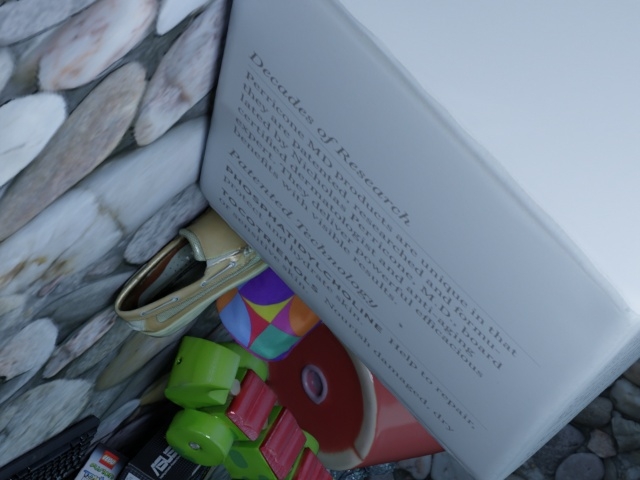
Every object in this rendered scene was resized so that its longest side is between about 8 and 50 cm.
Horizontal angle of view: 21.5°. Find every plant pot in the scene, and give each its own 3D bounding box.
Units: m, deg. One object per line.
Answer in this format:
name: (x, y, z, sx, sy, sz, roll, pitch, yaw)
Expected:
plant pot: (0.082, 0.123, 1.852, 0.243, 0.275, 0.275, -19, 155, -37)

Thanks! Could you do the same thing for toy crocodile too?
toy crocodile: (-0.058, 0.210, 1.705, 0.340, 0.105, 0.115, 58, 45, -37)

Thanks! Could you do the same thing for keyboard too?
keyboard: (-0.282, 0.231, 1.562, 0.180, 0.023, 0.108, -28, 160, -49)

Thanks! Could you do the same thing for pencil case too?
pencil case: (0.000, 0.000, 1.522, 0.236, 0.104, 0.104, -50, 166, 18)

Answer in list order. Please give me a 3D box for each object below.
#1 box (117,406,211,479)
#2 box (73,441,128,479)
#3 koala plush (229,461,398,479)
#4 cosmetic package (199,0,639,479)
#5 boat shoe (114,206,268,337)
box: (-0.198, 0.306, 1.805, 0.270, 0.060, 0.216, -59, 175, 25)
box: (-0.262, 0.302, 1.756, 0.114, 0.036, 0.207, -57, 178, -35)
koala plush: (-0.029, 0.227, 1.985, 0.203, 0.196, 0.221, -33, 171, -1)
cosmetic package: (0.153, -0.092, 1.147, 0.329, 0.327, 0.394, -39, 168, -21)
boat shoe: (-0.086, 0.006, 1.346, 0.190, 0.068, 0.072, -45, 156, 6)
